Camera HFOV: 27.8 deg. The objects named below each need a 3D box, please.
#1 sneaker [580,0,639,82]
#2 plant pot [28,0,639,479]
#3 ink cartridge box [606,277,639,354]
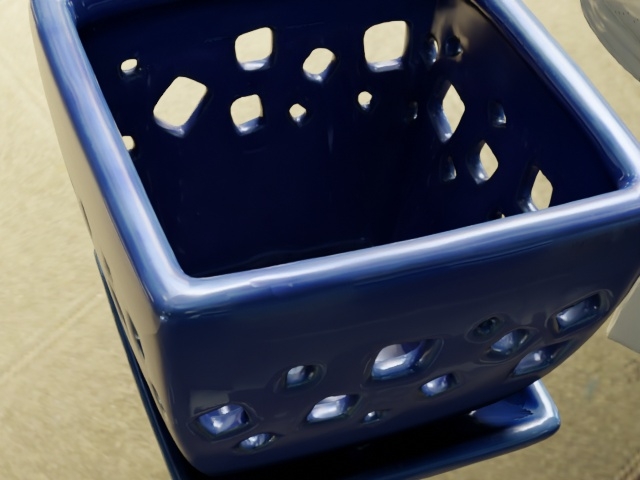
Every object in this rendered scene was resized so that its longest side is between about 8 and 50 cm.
[{"bbox_3d":[0.148,-0.065,0.409,0.080,0.212,0.094,-23,140,-12],"label":"sneaker"},{"bbox_3d":[0.000,0.000,0.651,0.236,0.212,0.236,-14,48,-16],"label":"plant pot"},{"bbox_3d":[0.374,0.031,0.832,0.307,0.129,0.223,28,45,15],"label":"ink cartridge box"}]
